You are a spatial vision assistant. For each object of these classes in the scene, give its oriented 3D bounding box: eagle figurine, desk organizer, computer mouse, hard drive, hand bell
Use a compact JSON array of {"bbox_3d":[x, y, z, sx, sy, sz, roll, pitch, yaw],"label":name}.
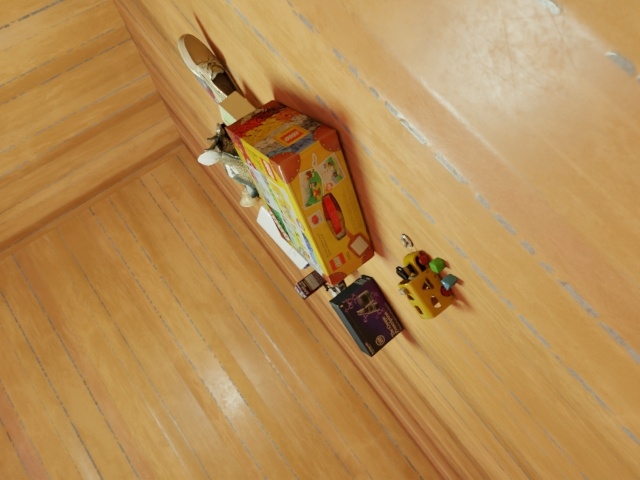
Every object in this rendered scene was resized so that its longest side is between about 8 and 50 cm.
[{"bbox_3d":[-0.307,-0.335,1.655,0.298,0.225,0.226,40,-155,7],"label":"eagle figurine"},{"bbox_3d":[-0.474,-0.539,2.122,0.130,0.047,0.050,48,163,23],"label":"desk organizer"},{"bbox_3d":[0.073,0.275,2.145,0.193,0.042,0.106,40,178,-28],"label":"computer mouse"},{"bbox_3d":[-0.182,-0.015,2.107,0.353,0.047,0.233,47,159,2],"label":"hard drive"},{"bbox_3d":[-0.444,-0.334,2.467,0.126,0.126,0.242,40,148,45],"label":"hand bell"}]

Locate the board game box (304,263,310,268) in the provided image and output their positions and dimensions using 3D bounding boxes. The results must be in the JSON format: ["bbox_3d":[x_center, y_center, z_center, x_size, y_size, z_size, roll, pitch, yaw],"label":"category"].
[{"bbox_3d":[-0.179,-0.028,2.301,0.233,0.078,0.347,35,157,54],"label":"board game box"}]

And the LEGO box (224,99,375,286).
[{"bbox_3d":[-0.056,-0.151,1.343,0.372,0.193,0.500,41,161,45],"label":"LEGO box"}]

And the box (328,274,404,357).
[{"bbox_3d":[0.184,0.297,1.647,0.261,0.184,0.103,57,167,-13],"label":"box"}]

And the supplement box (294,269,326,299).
[{"bbox_3d":[0.008,0.147,1.751,0.073,0.239,0.130,52,167,7],"label":"supplement box"}]

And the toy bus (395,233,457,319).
[{"bbox_3d":[0.260,0.115,1.117,0.202,0.104,0.191,40,160,44],"label":"toy bus"}]

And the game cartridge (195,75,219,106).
[{"bbox_3d":[-0.448,-0.663,1.727,0.294,0.060,0.196,51,162,13],"label":"game cartridge"}]

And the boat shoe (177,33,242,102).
[{"bbox_3d":[-0.398,-0.628,1.534,0.098,0.109,0.302,11,143,57],"label":"boat shoe"}]

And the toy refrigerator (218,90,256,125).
[{"bbox_3d":[-0.243,-0.401,1.498,0.269,0.094,0.102,43,164,8],"label":"toy refrigerator"}]

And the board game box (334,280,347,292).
[{"bbox_3d":[0.044,0.144,2.046,0.165,0.042,0.243,39,160,49],"label":"board game box"}]

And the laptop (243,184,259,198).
[{"bbox_3d":[-0.275,-0.313,1.804,0.234,0.264,0.136,59,-158,-17],"label":"laptop"}]
